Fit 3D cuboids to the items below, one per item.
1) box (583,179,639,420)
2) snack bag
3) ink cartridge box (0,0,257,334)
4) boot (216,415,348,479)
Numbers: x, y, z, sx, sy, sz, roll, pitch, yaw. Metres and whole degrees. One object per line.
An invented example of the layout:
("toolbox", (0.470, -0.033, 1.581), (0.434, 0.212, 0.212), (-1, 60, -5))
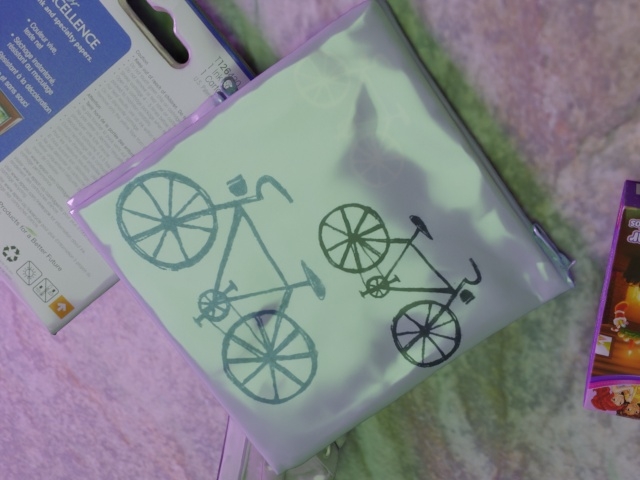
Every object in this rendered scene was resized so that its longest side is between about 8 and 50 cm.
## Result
("box", (0.376, 0.073, 0.740), (0.293, 0.057, 0.201), (10, 120, 15))
("snack bag", (0.000, 0.000, 0.809), (0.342, 0.037, 0.323), (-35, 100, 11))
("ink cartridge box", (-0.228, -0.121, 0.838), (0.307, 0.072, 0.304), (-38, 99, 7))
("boot", (-0.031, 0.175, 0.941), (0.123, 0.095, 0.258), (10, 119, -5))
